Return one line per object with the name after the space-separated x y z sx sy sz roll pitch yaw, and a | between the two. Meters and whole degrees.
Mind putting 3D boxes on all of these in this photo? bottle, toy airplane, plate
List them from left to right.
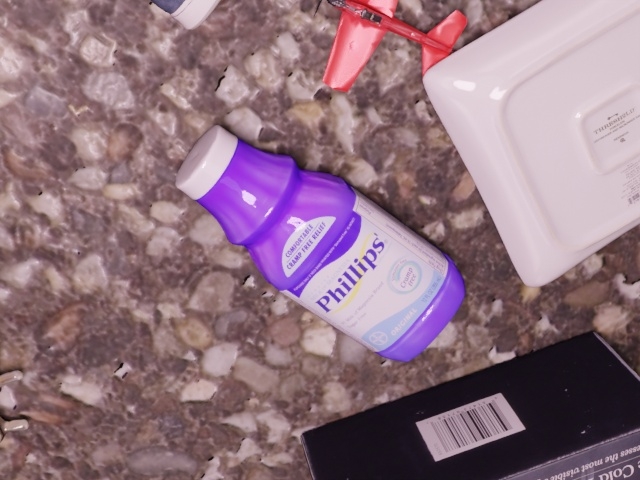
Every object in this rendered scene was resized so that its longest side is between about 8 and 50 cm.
0.000 0.000 0.901 0.282 0.092 0.118 35 102 -22 | bottle
0.064 -0.190 0.875 0.151 0.028 0.151 -4 114 -10 | toy airplane
0.272 -0.112 0.929 0.277 0.045 0.278 -32 120 0 | plate

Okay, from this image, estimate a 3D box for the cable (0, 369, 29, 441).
-0.418 0.173 0.916 0.287 0.072 0.140 -6 122 3 | cable

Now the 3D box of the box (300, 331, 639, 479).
0.193 0.314 1.023 0.343 0.179 0.313 -19 115 -4 | box

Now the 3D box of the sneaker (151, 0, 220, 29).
-0.103 -0.300 0.763 0.163 0.086 0.226 32 103 -24 | sneaker
